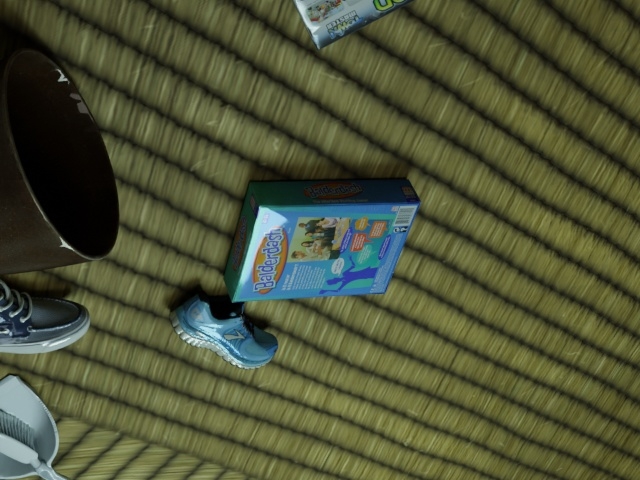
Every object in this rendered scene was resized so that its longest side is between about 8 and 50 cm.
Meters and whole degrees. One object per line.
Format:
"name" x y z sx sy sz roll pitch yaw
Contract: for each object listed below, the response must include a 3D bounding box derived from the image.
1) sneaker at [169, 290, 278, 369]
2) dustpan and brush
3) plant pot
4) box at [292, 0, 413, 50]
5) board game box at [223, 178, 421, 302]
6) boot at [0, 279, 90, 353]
"sneaker" -0.108 0.109 1.675 0.162 0.063 0.073 25 115 -41
"dustpan and brush" -0.377 0.272 1.713 0.147 0.060 0.211 -34 137 10
"plant pot" -0.352 -0.050 1.315 0.230 0.215 0.215 -18 140 14
"box" 0.064 -0.289 1.370 0.207 0.036 0.114 -27 138 2
"board game box" 0.000 0.000 1.625 0.210 0.047 0.160 -2 134 -24
"boot" -0.358 0.081 1.521 0.190 0.069 0.086 -7 138 -16
